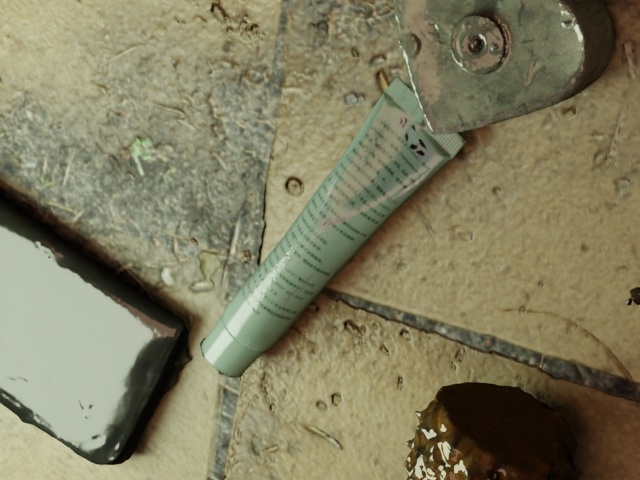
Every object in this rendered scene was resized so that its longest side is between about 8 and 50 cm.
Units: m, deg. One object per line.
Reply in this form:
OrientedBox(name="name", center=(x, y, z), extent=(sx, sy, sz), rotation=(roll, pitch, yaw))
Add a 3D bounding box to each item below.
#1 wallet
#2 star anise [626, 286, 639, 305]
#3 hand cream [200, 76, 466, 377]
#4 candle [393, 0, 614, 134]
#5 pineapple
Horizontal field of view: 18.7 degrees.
OrientedBox(name="wallet", center=(-0.307, 0.066, 1.943), extent=(0.377, 0.051, 0.197), rotation=(33, 114, 16))
OrientedBox(name="star anise", center=(0.364, 0.101, 1.584), extent=(0.171, 0.063, 0.208), rotation=(-22, 94, 26))
OrientedBox(name="hand cream", center=(0.000, 0.000, 1.753), extent=(0.085, 0.058, 0.331), rotation=(46, 120, 12))
OrientedBox(name="candle", center=(0.140, -0.164, 1.628), extent=(0.192, 0.068, 0.168), rotation=(35, 118, 20))
OrientedBox(name="pineapple", center=(0.109, 0.304, 1.720), extent=(0.165, 0.165, 0.365), rotation=(28, 116, 19))
